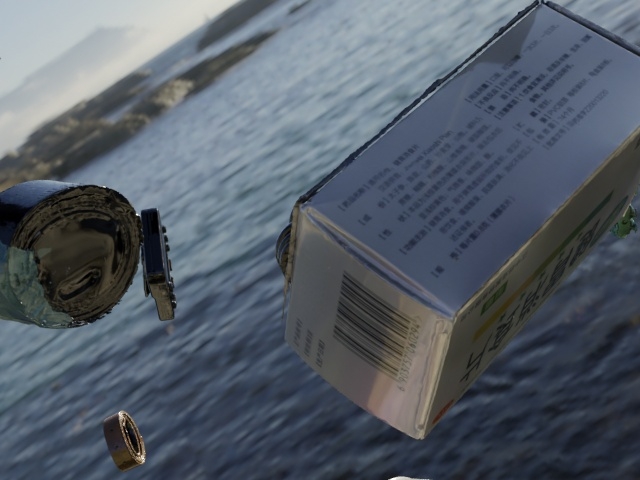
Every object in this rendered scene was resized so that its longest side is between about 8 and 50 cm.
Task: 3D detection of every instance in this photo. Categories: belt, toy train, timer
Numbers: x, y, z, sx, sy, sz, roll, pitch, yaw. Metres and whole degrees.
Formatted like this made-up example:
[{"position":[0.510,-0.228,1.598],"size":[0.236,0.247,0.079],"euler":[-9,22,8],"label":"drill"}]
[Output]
[{"position":[-0.281,0.288,1.684],"size":[0.036,0.083,0.059],"euler":[-27,-20,12],"label":"belt"},{"position":[-0.271,0.016,1.195],"size":[0.078,0.151,0.198],"euler":[7,11,32],"label":"belt"},{"position":[0.306,-0.045,1.216],"size":[0.029,0.092,0.045],"euler":[-16,37,-9],"label":"toy train"},{"position":[-0.283,0.045,2.019],"size":[0.055,0.144,0.187],"euler":[-8,-27,-6],"label":"timer"}]

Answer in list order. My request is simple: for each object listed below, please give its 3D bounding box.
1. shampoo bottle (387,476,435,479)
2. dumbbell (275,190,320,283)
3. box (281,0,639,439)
[{"position":[0.191,0.511,1.834],"size":[0.266,0.273,0.273],"euler":[14,44,42],"label":"shampoo bottle"},{"position":[0.000,0.000,1.469],"size":[0.099,0.099,0.208],"euler":[-28,18,24],"label":"dumbbell"},{"position":[0.129,-0.027,0.925],"size":[0.333,0.145,0.173],"euler":[-42,-23,-31],"label":"box"}]
